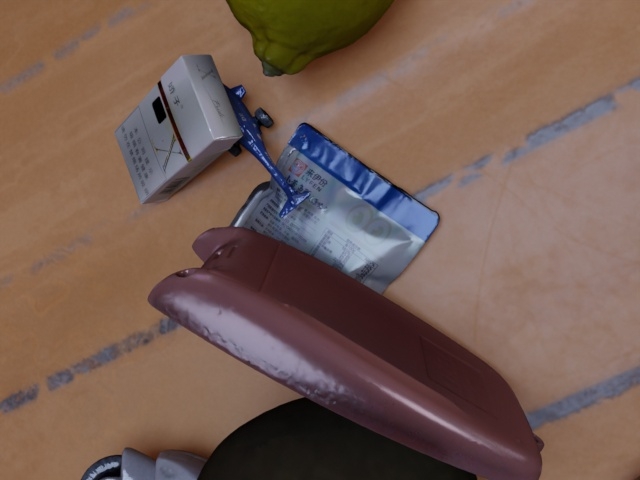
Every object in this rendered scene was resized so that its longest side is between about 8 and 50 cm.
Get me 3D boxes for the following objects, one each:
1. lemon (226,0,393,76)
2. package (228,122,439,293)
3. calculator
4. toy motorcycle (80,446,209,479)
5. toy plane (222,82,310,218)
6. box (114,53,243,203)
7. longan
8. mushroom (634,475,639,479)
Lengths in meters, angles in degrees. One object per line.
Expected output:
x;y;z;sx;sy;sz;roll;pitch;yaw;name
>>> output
-0.006;-0.264;0.668;0.184;0.184;0.249;9;96;15;lemon
0.000;0.000;0.741;0.171;0.027;0.173;37;96;16;package
0.037;0.084;0.611;0.329;0.220;0.048;29;102;-5;calculator
-0.109;0.298;0.725;0.171;0.110;0.260;-32;86;-2;toy motorcycle
-0.067;-0.094;0.735;0.054;0.062;0.167;-40;74;10;toy plane
-0.139;-0.102;0.735;0.154;0.040;0.084;-30;77;48;box
0.007;0.242;0.618;0.246;0.246;0.215;-16;40;14;longan
0.353;0.251;0.611;0.223;0.081;0.092;20;116;18;mushroom
